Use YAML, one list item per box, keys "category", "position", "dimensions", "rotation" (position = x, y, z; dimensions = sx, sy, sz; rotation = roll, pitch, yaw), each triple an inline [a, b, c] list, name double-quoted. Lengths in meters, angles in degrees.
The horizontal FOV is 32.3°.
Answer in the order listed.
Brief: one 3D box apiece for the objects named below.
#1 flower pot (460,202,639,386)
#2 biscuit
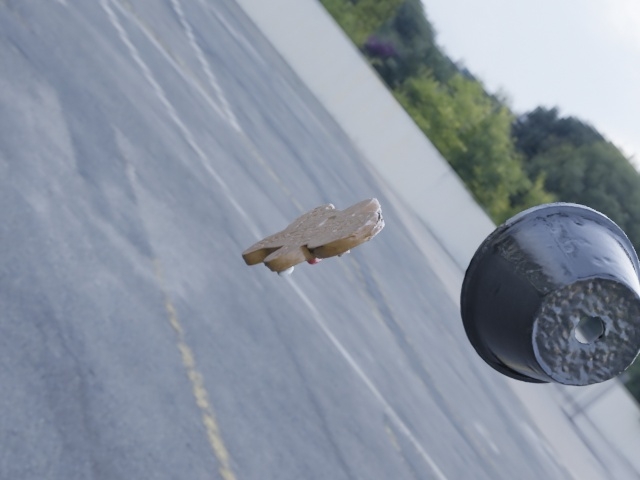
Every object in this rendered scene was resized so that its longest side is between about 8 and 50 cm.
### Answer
- category: "flower pot"
  position: [0.338, 0.095, 1.497]
  dimensions: [0.269, 0.269, 0.166]
  rotation: [49, 2, -17]
- category: "biscuit"
  position: [0.000, 0.000, 1.776]
  dimensions: [0.340, 0.216, 0.047]
  rotation: [-3, -63, 63]
